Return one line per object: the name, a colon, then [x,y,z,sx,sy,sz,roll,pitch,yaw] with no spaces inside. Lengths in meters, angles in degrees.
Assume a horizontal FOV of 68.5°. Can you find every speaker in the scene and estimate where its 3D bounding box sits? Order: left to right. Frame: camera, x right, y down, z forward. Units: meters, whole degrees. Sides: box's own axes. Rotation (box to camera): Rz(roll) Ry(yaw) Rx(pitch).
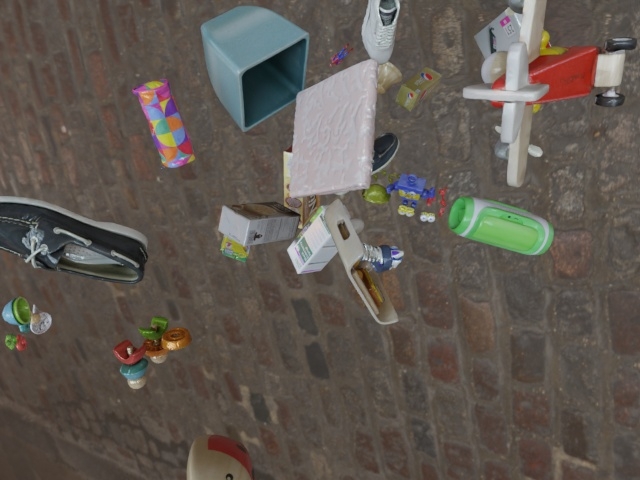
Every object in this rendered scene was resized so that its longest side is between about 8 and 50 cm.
speaker: [0.551,-0.044,1.441,0.296,0.131,0.131,15,125,-10]

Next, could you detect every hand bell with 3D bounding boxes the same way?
hand bell: [0.184,-0.520,1.709,0.126,0.126,0.242,30,84,19]

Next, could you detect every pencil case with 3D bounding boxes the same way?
pencil case: [-0.418,-0.309,1.265,0.104,0.104,0.237,14,132,28]

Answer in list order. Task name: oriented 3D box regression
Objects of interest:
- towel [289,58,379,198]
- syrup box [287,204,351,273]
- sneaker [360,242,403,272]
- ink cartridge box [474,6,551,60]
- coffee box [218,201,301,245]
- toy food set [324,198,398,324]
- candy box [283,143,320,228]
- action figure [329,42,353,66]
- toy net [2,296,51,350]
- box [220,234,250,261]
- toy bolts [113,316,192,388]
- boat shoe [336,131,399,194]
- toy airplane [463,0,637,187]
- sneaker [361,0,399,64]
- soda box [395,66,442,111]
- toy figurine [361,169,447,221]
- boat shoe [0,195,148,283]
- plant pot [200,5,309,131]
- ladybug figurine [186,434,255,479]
towel: [0.032,-0.286,1.282,0.316,0.053,0.332,-4,80,51]
syrup box: [0.000,0.000,1.429,0.237,0.096,0.093,-49,57,42]
sneaker: [0.249,0.057,2.125,0.236,0.322,0.130,-17,63,21]
ink cartridge box: [0.585,-0.558,1.407,0.060,0.275,0.239,-30,97,1]
coffee box: [-0.207,-0.062,1.626,0.141,0.246,0.098,29,114,33]
toy food set: [0.118,0.059,1.241,0.092,0.220,0.306,-28,133,5]
candy box: [-0.067,-0.228,1.820,0.087,0.183,0.317,16,128,17]
action figure: [0.075,-0.715,1.828,0.038,0.030,0.115,39,136,-20]
toy net: [-0.735,0.213,1.200,0.232,0.045,0.122,129,125,-77]
box: [-0.315,-0.011,1.794,0.105,0.179,0.043,23,151,-27]
toy bolts: [-0.553,0.393,1.577,0.218,0.228,0.159,10,115,26]
boat shoe: [0.122,-0.240,1.380,0.095,0.254,0.079,53,178,39]
toy airplane: [0.453,-0.358,1.038,0.386,0.384,0.272,-57,39,4]
sneaker: [0.161,-0.557,1.218,0.090,0.095,0.235,-11,141,-4]
soda box: [0.294,-0.454,1.401,0.058,0.181,0.061,35,139,14]
toy figurine: [0.357,-0.239,1.956,0.362,0.191,0.217,19,161,15]
boat shoe: [-0.450,0.007,0.814,0.114,0.302,0.091,-47,43,39]
plant pot: [-0.213,-0.527,1.370,0.252,0.247,0.248,46,158,15]
ladybug figurine: [-0.272,0.706,1.354,0.449,0.161,0.305,123,132,-74]
